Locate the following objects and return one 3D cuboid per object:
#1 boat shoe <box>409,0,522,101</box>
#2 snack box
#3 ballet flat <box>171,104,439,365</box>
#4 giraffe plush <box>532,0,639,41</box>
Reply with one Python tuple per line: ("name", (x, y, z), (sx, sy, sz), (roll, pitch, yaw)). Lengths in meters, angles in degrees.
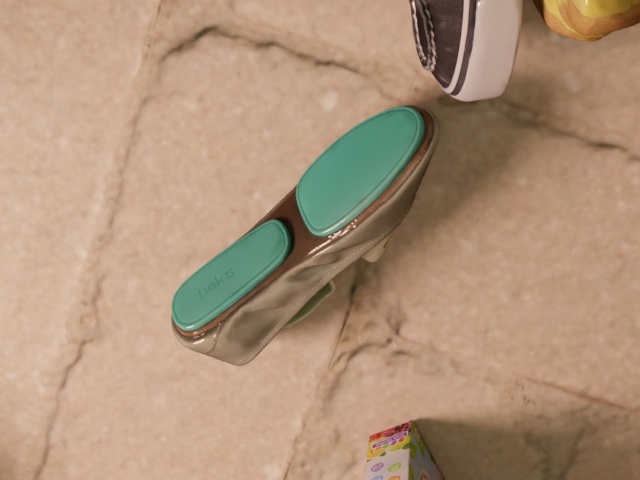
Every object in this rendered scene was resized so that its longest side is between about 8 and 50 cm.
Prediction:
("boat shoe", (0.036, -0.193, 0.690), (0.102, 0.108, 0.301), (-14, 133, -2))
("snack box", (0.073, 0.201, 0.894), (0.037, 0.100, 0.141), (-24, 109, 14))
("ballet flat", (0.000, 0.000, 0.841), (0.213, 0.072, 0.068), (-39, 133, 19))
("giraffe plush", (0.176, -0.215, 0.678), (0.170, 0.181, 0.210), (-16, 129, -2))
